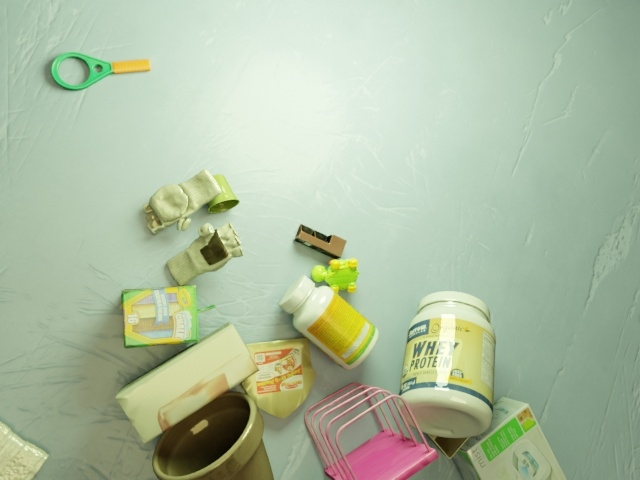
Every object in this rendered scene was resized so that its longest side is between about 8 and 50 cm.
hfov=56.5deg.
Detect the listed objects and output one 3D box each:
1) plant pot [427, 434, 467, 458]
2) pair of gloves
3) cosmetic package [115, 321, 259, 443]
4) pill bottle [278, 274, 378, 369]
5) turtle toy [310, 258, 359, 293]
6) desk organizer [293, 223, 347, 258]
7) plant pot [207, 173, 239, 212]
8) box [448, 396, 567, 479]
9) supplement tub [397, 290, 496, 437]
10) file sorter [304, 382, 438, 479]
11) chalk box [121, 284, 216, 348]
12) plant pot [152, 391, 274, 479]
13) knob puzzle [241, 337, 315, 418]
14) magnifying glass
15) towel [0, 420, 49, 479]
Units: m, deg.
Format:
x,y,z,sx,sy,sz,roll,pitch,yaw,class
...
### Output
x,y,z,sx,sy,sz,roll,pitch,yaw,class
0.327,0.500,1.604,0.109,0.096,0.109,-42,98,-17,plant pot
-0.312,-0.031,1.440,0.204,0.042,0.240,-24,92,9,pair of gloves
-0.302,0.320,1.379,0.296,0.153,0.129,-31,92,-11,cosmetic package
0.017,0.203,1.513,0.245,0.136,0.136,41,74,-10,pill bottle
0.040,0.088,1.568,0.130,0.066,0.095,-2,109,-16,turtle toy
0.000,0.000,1.576,0.130,0.047,0.050,24,76,-14,desk organizer
-0.255,-0.121,1.496,0.083,0.083,0.079,-17,77,-18,plant pot
0.508,0.611,1.638,0.231,0.126,0.262,-28,94,-20,box
0.325,0.311,1.512,0.228,0.228,0.316,26,52,-14,supplement tub
0.101,0.468,1.437,0.202,0.290,0.182,-27,90,-18,file sorter
-0.354,0.176,1.401,0.212,0.132,0.132,-2,85,-16,chalk box
-0.215,0.520,1.368,0.263,0.263,0.229,-34,112,-18,plant pot
-0.107,0.353,1.516,0.213,0.030,0.213,2,84,-18,knob puzzle
-0.536,-0.421,1.460,0.230,0.026,0.092,-11,88,-16,magnifying glass
-0.759,0.531,1.282,0.187,0.049,0.282,41,74,-11,towel
